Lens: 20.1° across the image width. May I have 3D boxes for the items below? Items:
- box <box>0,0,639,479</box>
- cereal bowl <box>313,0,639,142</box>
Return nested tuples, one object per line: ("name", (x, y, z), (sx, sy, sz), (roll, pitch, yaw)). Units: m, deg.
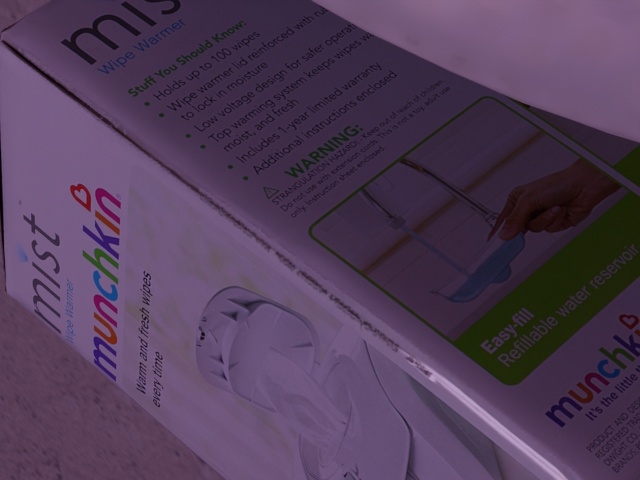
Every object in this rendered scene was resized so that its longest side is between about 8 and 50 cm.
("box", (0.066, -0.025, 0.584), (0.231, 0.262, 0.127), (36, 143, 23))
("cereal bowl", (0.075, -0.175, 0.396), (0.339, 0.339, 0.141), (43, 130, 16))
